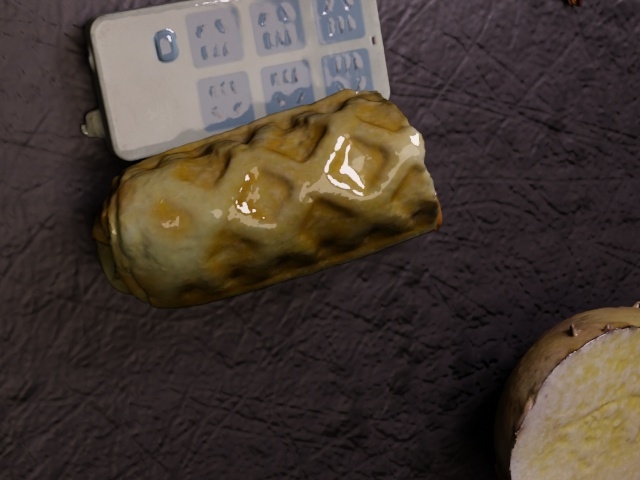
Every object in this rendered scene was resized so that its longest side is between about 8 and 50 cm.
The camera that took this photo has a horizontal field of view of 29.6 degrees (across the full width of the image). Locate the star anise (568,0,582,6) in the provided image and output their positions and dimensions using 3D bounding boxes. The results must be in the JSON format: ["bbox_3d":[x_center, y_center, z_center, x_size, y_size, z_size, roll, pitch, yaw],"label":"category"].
[{"bbox_3d":[0.231,-0.292,1.078,0.212,0.053,0.157,-37,111,-12],"label":"star anise"}]

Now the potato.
[{"bbox_3d":[0.265,0.168,1.159,0.299,0.116,0.239,12,103,-34],"label":"potato"}]

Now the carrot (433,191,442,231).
[{"bbox_3d":[0.000,0.000,1.053,0.209,0.061,0.061,-21,108,-11],"label":"carrot"}]

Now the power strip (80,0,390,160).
[{"bbox_3d":[-0.068,-0.146,1.000,0.270,0.046,0.118,-13,106,-17],"label":"power strip"}]

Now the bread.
[{"bbox_3d":[-0.051,-0.029,0.962,0.267,0.152,0.130,-18,75,-4],"label":"bread"}]
